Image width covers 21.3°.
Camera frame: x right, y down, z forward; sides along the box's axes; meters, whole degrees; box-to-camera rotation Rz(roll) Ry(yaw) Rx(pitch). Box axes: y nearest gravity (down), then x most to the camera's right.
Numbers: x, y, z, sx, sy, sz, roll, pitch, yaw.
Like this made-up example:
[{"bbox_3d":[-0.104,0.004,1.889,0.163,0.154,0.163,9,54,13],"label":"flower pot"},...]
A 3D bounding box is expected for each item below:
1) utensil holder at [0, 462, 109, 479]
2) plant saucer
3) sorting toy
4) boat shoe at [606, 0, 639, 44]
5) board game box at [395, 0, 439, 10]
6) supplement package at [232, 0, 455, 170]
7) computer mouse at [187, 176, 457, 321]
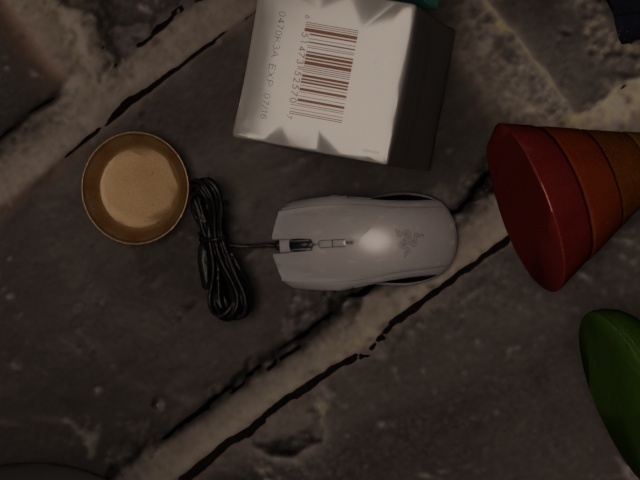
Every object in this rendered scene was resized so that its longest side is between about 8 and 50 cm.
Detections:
[{"bbox_3d":[-0.253,0.323,1.107,0.327,0.385,0.328,0,91,13],"label":"utensil holder"},{"bbox_3d":[-0.135,-0.039,1.260,0.083,0.015,0.083,0,92,13],"label":"plant saucer"},{"bbox_3d":[0.240,0.064,1.121,0.126,0.127,0.366,-21,71,-10],"label":"sorting toy"},{"bbox_3d":[0.324,-0.234,1.110,0.340,0.127,0.158,-14,95,20],"label":"boat shoe"},{"bbox_3d":[0.002,-0.248,1.160,0.210,0.047,0.160,13,83,33],"label":"board game box"},{"bbox_3d":[0.020,-0.107,1.140,0.105,0.179,0.105,11,93,12],"label":"supplement package"},{"bbox_3d":[0.000,0.000,1.217,0.193,0.042,0.106,-5,89,13],"label":"computer mouse"}]
